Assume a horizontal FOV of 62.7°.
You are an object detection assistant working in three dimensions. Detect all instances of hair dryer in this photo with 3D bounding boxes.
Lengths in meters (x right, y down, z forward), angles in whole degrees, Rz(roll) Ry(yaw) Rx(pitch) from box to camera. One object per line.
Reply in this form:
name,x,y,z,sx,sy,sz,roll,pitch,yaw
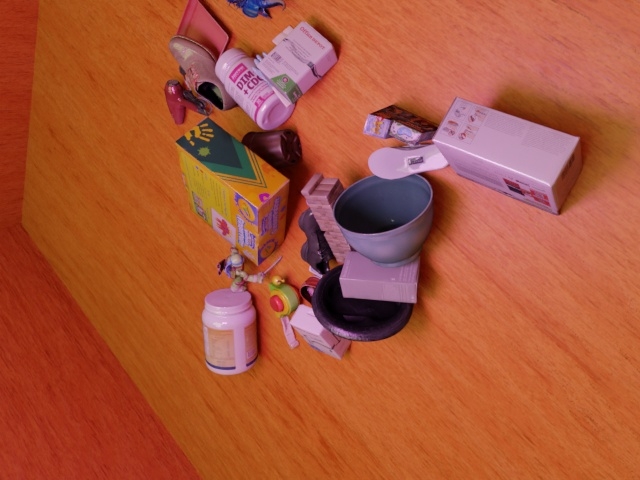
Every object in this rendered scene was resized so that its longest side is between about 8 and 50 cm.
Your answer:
hair dryer,-0.558,-0.560,2.141,0.223,0.080,0.293,62,148,1

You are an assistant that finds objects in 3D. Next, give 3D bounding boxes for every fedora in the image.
fedora,0.142,0.225,1.737,0.334,0.334,0.152,29,152,31

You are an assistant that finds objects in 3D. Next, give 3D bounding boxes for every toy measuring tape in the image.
toy measuring tape,-0.121,0.287,2.062,0.121,0.121,0.330,0,113,41

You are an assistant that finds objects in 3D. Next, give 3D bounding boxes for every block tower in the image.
block tower,0.059,-0.057,1.688,0.097,0.091,0.335,7,140,39

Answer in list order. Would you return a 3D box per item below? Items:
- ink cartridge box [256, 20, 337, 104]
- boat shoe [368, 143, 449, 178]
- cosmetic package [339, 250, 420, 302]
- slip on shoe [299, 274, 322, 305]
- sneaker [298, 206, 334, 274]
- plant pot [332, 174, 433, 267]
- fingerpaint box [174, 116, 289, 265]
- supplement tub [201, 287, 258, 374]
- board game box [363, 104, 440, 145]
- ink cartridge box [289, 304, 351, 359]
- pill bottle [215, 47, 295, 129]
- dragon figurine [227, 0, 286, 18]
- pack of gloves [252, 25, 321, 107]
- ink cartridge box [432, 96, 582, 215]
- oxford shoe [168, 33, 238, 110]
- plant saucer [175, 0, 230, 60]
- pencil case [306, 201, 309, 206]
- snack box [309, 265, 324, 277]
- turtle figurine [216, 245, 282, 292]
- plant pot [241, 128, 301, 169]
ink cartridge box,-0.071,-0.563,1.666,0.208,0.087,0.153,-43,71,2
boat shoe,0.271,-0.240,1.544,0.267,0.088,0.096,-7,96,37
cosmetic package,0.189,0.113,1.646,0.238,0.127,0.107,4,136,13
slip on shoe,0.054,0.250,1.898,0.331,0.101,0.123,38,125,24
sneaker,0.000,0.000,1.777,0.130,0.109,0.286,51,157,37
plant pot,0.205,-0.044,1.571,0.293,0.293,0.196,14,141,38
fingerpaint box,-0.302,-0.159,1.869,0.371,0.163,0.445,38,155,13
supplement tub,-0.385,0.384,2.240,0.228,0.228,0.316,15,114,37
board game box,0.221,-0.320,1.489,0.194,0.194,0.060,33,124,29
ink cartridge box,0.000,0.334,1.914,0.148,0.086,0.203,14,152,39
pill bottle,-0.233,-0.533,1.835,0.283,0.160,0.160,47,130,19
dragon figurine,-0.209,-0.798,1.774,0.289,0.085,0.144,45,129,21
pack of gloves,-0.101,-0.571,1.747,0.195,0.046,0.232,-41,72,1
ink cartridge box,0.474,-0.205,1.320,0.309,0.272,0.130,30,92,30
oxford shoe,-0.440,-0.622,1.942,0.348,0.130,0.123,42,129,-2
plant saucer,-0.457,-0.761,2.032,0.258,0.048,0.259,51,132,15
pencil case,0.049,-0.131,1.786,0.206,0.088,0.086,18,79,36
snack box,0.000,0.046,1.926,0.064,0.022,0.178,28,121,30
turtle figurine,-0.295,0.095,2.150,0.198,0.274,0.266,36,150,-1
plant pot,-0.168,-0.319,1.863,0.165,0.167,0.167,-5,101,35
